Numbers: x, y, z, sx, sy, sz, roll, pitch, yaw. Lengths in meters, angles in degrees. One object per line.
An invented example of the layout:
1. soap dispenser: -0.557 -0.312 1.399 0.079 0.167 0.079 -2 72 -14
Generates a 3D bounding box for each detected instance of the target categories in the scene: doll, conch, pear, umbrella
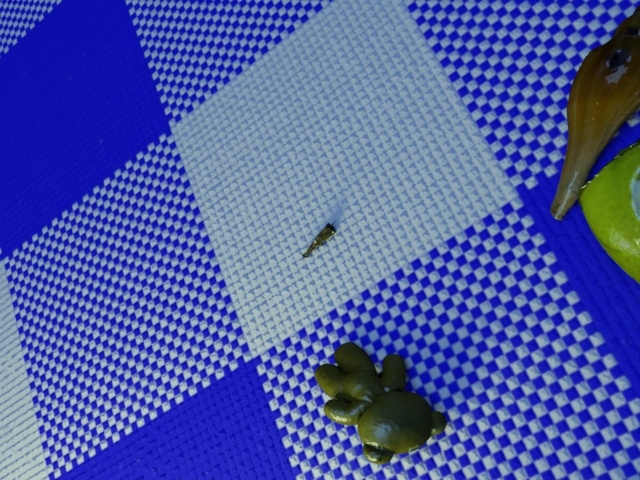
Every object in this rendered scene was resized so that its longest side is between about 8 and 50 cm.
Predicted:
1. doll: 0.077 0.232 1.061 0.137 0.097 0.209 -30 41 -14
2. conch: 0.375 -0.185 0.977 0.109 0.093 0.330 29 94 26
3. pear: 0.450 -0.003 0.848 0.238 0.164 0.255 -26 66 20
4. umbrella: -0.002 -0.002 1.193 0.083 0.031 0.020 -43 92 17
